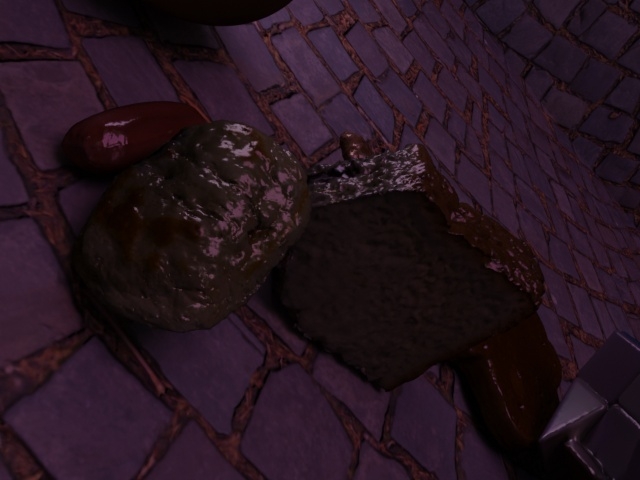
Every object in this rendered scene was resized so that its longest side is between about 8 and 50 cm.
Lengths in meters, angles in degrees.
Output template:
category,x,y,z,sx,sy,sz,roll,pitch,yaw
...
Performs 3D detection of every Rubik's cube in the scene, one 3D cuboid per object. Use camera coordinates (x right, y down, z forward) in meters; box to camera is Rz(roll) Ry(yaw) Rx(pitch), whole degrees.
category,x,y,z,sx,sy,sz,roll,pitch,yaw
Rubik's cube,0.536,0.354,1.077,0.387,0.368,0.358,30,11,-28

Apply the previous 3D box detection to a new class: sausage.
category,x,y,z,sx,sy,sz,roll,pitch,yaw
sausage,-0.205,-0.120,0.769,0.077,0.077,0.194,57,34,-1

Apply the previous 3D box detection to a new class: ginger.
category,x,y,z,sx,sy,sz,roll,pitch,yaw
ginger,0.121,-0.050,1.041,0.288,0.075,0.089,46,12,-19

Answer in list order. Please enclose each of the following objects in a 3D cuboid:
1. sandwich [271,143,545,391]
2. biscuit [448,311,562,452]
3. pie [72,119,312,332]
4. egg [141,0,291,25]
category,x,y,z,sx,sy,sz,roll,pitch,yaw
sandwich,0.082,0.025,0.851,0.325,0.262,0.131,38,32,-27
biscuit,0.314,0.189,1.193,0.359,0.074,0.381,41,38,-21
pie,-0.131,-0.027,0.680,0.201,0.090,0.248,31,62,15
egg,-0.164,-0.449,0.894,0.374,0.301,0.301,20,48,-39
